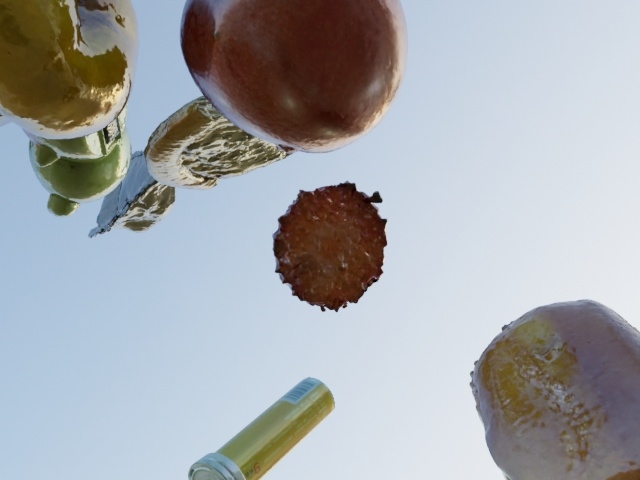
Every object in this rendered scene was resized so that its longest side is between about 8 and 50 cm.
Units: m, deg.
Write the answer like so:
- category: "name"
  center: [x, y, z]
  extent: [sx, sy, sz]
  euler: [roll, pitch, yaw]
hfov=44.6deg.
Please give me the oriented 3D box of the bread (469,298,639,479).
- category: "bread"
  center: [0.179, 0.126, 0.523]
  extent: [0.132, 0.190, 0.114]
  euler: [-27, -62, 4]

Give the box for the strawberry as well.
- category: "strawberry"
  center: [0.000, 0.000, 1.408]
  extent: [0.234, 0.178, 0.233]
  euler: [-2, -86, -22]

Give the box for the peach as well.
- category: "peach"
  center: [-0.205, -0.163, 0.567]
  extent: [0.103, 0.179, 0.179]
  euler: [-13, -43, 18]

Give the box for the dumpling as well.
- category: "dumpling"
  center: [-0.267, -0.059, 1.158]
  extent: [0.086, 0.332, 0.166]
  euler: [29, -101, -21]

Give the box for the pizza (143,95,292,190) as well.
- category: "pizza"
  center: [-0.064, -0.108, 0.817]
  extent: [0.262, 0.034, 0.181]
  euler: [-17, -14, -32]

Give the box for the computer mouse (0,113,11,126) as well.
- category: "computer mouse"
  center: [-0.455, -0.153, 0.868]
  extent: [0.270, 0.086, 0.137]
  euler: [-3, -13, -12]

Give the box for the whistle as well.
- category: "whistle"
  center: [-0.262, -0.135, 0.817]
  extent: [0.106, 0.131, 0.288]
  euler: [24, -32, 10]

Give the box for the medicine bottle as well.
- category: "medicine bottle"
  center: [-0.065, 0.250, 0.976]
  extent: [0.218, 0.074, 0.074]
  euler: [-32, -29, -48]

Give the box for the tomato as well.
- category: "tomato"
  center: [-0.023, -0.150, 0.576]
  extent: [0.167, 0.167, 0.167]
  euler: [-10, -47, -10]
